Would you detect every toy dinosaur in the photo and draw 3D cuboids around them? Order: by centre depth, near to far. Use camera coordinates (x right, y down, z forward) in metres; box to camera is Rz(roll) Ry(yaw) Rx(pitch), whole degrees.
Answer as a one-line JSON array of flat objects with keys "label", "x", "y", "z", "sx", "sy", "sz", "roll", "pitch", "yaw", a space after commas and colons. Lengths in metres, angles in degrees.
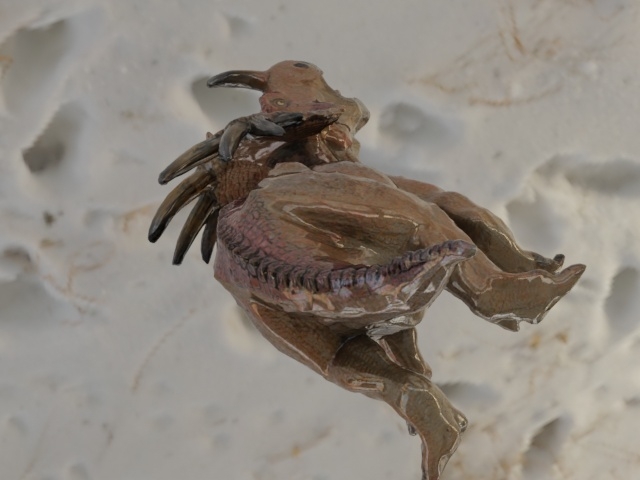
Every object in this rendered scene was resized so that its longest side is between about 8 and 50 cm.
[{"label": "toy dinosaur", "x": 0.000, "y": 0.000, "z": 0.650, "sx": 0.200, "sy": 0.296, "sz": 0.127, "roll": 36, "pitch": 96, "yaw": 1}]
